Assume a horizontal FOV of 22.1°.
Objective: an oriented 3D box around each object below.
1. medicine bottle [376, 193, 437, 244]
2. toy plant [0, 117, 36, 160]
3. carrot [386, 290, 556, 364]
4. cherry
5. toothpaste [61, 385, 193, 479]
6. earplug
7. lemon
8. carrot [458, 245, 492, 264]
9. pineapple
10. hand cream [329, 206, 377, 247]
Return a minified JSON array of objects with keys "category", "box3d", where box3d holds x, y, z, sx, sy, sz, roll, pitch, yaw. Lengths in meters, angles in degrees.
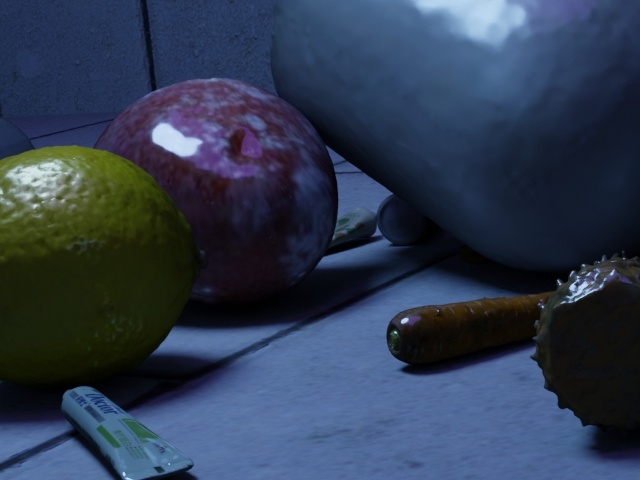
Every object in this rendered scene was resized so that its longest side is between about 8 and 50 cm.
[{"category":"medicine bottle","box3d":[0.118,-0.041,1.828,0.058,0.057,0.199,-3,10,20]},{"category":"toy plant","box3d":[-0.438,-0.013,1.678,0.280,0.185,0.400,5,20,24]},{"category":"carrot","box3d":[0.138,0.064,1.276,0.191,0.047,0.047,-7,9,-26]},{"category":"cherry","box3d":[-0.100,-0.045,1.555,0.236,0.212,0.285,-25,40,-17]},{"category":"toothpaste","box3d":[-0.140,0.130,1.112,0.048,0.029,0.197,-11,14,-23]},{"category":"earplug","box3d":[0.188,-0.145,1.537,0.313,0.312,0.394,-14,39,-37]},{"category":"lemon","box3d":[-0.204,0.021,1.295,0.231,0.192,0.192,-7,10,-5]},{"category":"carrot","box3d":[0.205,-0.003,1.637,0.190,0.037,0.037,-18,15,-35]},{"category":"pineapple","box3d":[0.211,0.058,1.100,0.125,0.125,0.251,-3,5,18]},{"category":"hand cream","box3d":[0.000,0.000,1.764,0.165,0.037,0.057,-22,17,-38]}]
